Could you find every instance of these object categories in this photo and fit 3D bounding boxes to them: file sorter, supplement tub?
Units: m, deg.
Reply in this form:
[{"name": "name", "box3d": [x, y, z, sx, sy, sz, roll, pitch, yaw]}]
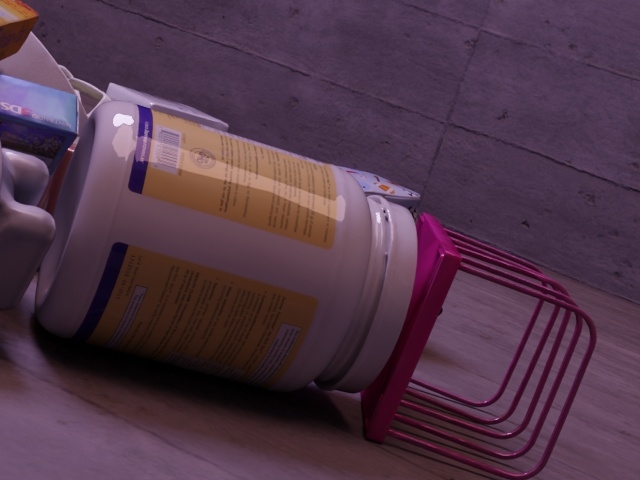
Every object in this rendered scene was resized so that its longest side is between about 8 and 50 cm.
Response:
[{"name": "file sorter", "box3d": [0.164, 0.112, 1.425, 0.182, 0.202, 0.290, 22, 8, -3]}, {"name": "supplement tub", "box3d": [-0.095, 0.016, 1.315, 0.331, 0.241, 0.241, 17, 9, -17]}]

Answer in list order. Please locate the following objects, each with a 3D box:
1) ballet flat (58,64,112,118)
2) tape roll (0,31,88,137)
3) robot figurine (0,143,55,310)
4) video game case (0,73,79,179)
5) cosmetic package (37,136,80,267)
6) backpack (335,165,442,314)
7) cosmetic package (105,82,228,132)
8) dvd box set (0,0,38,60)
[{"name": "ballet flat", "box3d": [-0.353, -0.159, 1.973, 0.139, 0.139, 0.400, 12, 22, -40]}, {"name": "tape roll", "box3d": [-0.463, -0.207, 1.744, 0.392, 0.072, 0.392, 32, -28, 20]}, {"name": "robot figurine", "box3d": [-0.409, -0.040, 1.117, 0.353, 0.200, 0.300, 15, 34, -29]}, {"name": "video game case", "box3d": [-0.417, -0.090, 1.347, 0.269, 0.244, 0.061, 15, 49, -26]}, {"name": "cosmetic package", "box3d": [-0.225, -0.018, 1.560, 0.296, 0.153, 0.129, 18, 7, 0]}, {"name": "backpack", "box3d": [0.000, 0.000, 1.811, 0.276, 0.213, 0.263, 10, 1, -32]}, {"name": "cosmetic package", "box3d": [-0.266, -0.130, 2.071, 0.151, 0.183, 0.151, 12, 10, -38]}, {"name": "dvd box set", "box3d": [-0.439, -0.277, 1.291, 0.308, 0.062, 0.420, 32, 6, -11]}]
